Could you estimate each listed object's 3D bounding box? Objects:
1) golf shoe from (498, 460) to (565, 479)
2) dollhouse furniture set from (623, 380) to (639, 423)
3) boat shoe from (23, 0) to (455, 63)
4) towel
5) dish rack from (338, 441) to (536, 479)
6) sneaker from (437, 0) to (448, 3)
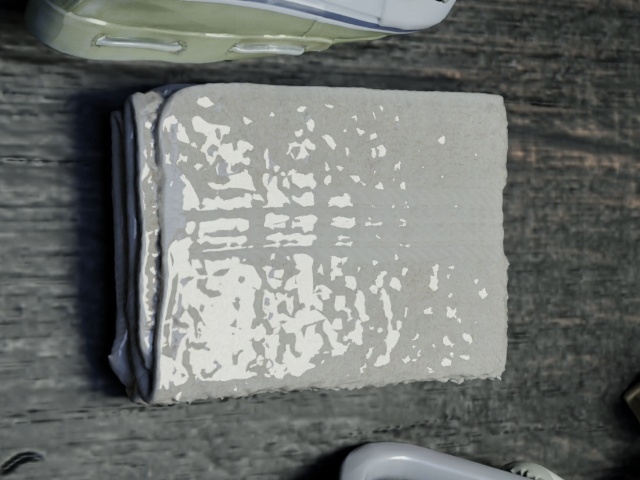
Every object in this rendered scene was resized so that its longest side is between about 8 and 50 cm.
[{"bbox_3d":[0.176,0.193,1.243,0.176,0.069,0.086,46,37,-21],"label":"golf shoe"},{"bbox_3d":[0.318,0.127,1.333,0.161,0.101,0.182,-36,111,-4],"label":"dollhouse furniture set"},{"bbox_3d":[-0.043,-0.151,1.071,0.302,0.094,0.109,1,47,-46],"label":"boat shoe"},{"bbox_3d":[0.000,0.000,1.122,0.282,0.049,0.187,0,91,-36],"label":"towel"},{"bbox_3d":[0.154,0.249,1.067,0.332,0.285,0.072,17,117,-3],"label":"dish rack"},{"bbox_3d":[0.036,-0.223,1.036,0.086,0.163,0.226,-42,155,14],"label":"sneaker"}]
